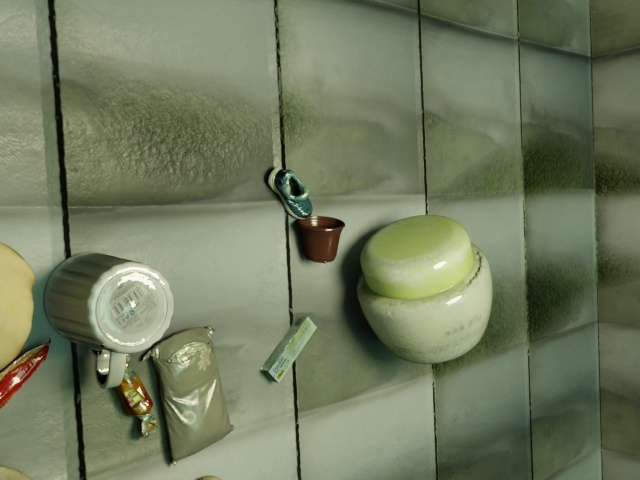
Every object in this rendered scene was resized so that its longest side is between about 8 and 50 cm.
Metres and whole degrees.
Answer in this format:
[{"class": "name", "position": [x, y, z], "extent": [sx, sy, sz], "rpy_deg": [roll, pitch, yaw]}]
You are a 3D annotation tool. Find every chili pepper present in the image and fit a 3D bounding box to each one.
[{"class": "chili pepper", "position": [-0.544, 0.259, 1.043], "extent": [0.268, 0.059, 0.051], "rpy_deg": [-46, 157, -34]}]

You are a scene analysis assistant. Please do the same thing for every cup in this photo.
[{"class": "cup", "position": [-0.349, 0.129, 1.107], "extent": [0.167, 0.202, 0.221], "rpy_deg": [-37, 113, -32]}]

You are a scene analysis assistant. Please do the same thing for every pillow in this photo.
[{"class": "pillow", "position": [-0.252, 0.305, 1.289], "extent": [0.169, 0.059, 0.255], "rpy_deg": [-19, 102, -42]}]

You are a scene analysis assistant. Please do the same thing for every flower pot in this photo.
[{"class": "flower pot", "position": [0.000, 0.000, 1.486], "extent": [0.111, 0.111, 0.089], "rpy_deg": [-12, 113, -40]}]

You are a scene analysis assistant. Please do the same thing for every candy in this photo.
[{"class": "candy", "position": [-0.349, 0.295, 1.211], "extent": [0.053, 0.046, 0.182], "rpy_deg": [-31, 108, -38]}]

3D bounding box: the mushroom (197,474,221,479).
[{"class": "mushroom", "position": [-0.182, 0.572, 1.338], "extent": [0.223, 0.081, 0.092], "rpy_deg": [59, 36, -21]}]

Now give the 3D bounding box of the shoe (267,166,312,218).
[{"class": "shoe", "position": [-0.057, -0.107, 1.446], "extent": [0.064, 0.071, 0.143], "rpy_deg": [-54, 127, -26]}]

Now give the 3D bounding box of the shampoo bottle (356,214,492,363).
[{"class": "shampoo bottle", "position": [0.254, 0.123, 1.553], "extent": [0.322, 0.322, 0.318], "rpy_deg": [-38, 120, -34]}]

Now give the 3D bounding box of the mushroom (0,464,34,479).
[{"class": "mushroom", "position": [-0.510, 0.467, 0.956], "extent": [0.243, 0.243, 0.244], "rpy_deg": [0, 91, -41]}]

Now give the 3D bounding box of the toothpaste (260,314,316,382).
[{"class": "toothpaste", "position": [-0.070, 0.243, 1.461], "extent": [0.046, 0.034, 0.164], "rpy_deg": [52, 59, -29]}]

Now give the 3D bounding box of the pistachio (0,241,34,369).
[{"class": "pistachio", "position": [-0.565, 0.120, 0.915], "extent": [0.321, 0.229, 0.238], "rpy_deg": [-34, 139, -24]}]
